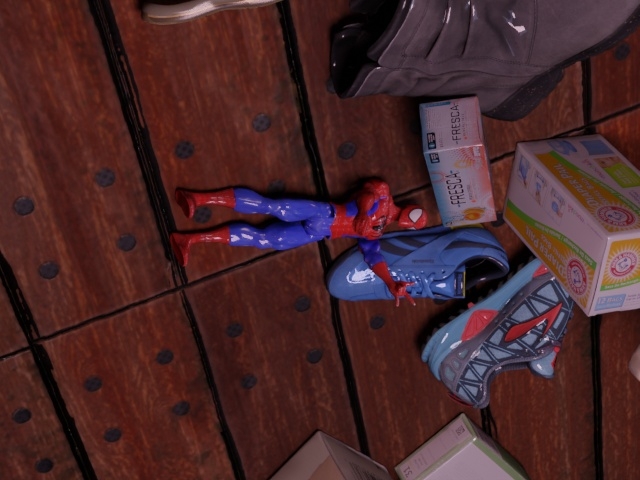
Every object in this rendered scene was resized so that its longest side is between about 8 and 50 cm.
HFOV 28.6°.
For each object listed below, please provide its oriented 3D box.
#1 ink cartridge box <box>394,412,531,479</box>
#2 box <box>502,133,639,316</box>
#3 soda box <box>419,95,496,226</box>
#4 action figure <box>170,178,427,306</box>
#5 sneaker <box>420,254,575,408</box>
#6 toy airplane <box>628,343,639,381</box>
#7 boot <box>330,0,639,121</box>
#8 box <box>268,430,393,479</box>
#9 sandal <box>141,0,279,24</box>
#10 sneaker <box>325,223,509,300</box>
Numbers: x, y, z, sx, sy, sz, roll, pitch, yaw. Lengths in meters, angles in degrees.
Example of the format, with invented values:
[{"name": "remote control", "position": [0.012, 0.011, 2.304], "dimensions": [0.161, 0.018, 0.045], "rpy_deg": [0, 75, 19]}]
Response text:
[{"name": "ink cartridge box", "position": [0.152, 0.354, 1.674], "dimensions": [0.235, 0.056, 0.171], "rpy_deg": [-39, 130, 9]}, {"name": "box", "position": [0.300, -0.021, 1.377], "dimensions": [0.114, 0.203, 0.103], "rpy_deg": [-8, 126, -20]}, {"name": "soda box", "position": [0.145, -0.078, 1.307], "dimensions": [0.063, 0.058, 0.183], "rpy_deg": [-7, 155, 9]}, {"name": "action figure", "position": [0.000, 0.000, 1.303], "dimensions": [0.280, 0.139, 0.091], "rpy_deg": [-6, 126, -25]}, {"name": "sneaker", "position": [0.253, 0.103, 1.484], "dimensions": [0.262, 0.125, 0.104], "rpy_deg": [-38, 161, 9]}, {"name": "toy airplane", "position": [0.573, 0.071, 1.442], "dimensions": [0.386, 0.272, 0.384], "rpy_deg": [-35, 156, 23]}, {"name": "boot", "position": [0.162, -0.222, 1.163], "dimensions": [0.223, 0.118, 0.338], "rpy_deg": [4, 144, -29]}, {"name": "box", "position": [-0.044, 0.403, 1.573], "dimensions": [0.311, 0.121, 0.148], "rpy_deg": [-47, 130, 11]}, {"name": "sandal", "position": [-0.078, -0.236, 1.147], "dimensions": [0.180, 0.072, 0.049], "rpy_deg": [-13, 106, -11]}, {"name": "sneaker", "position": [0.112, 0.035, 1.411], "dimensions": [0.209, 0.082, 0.069], "rpy_deg": [-13, 129, -15]}]
